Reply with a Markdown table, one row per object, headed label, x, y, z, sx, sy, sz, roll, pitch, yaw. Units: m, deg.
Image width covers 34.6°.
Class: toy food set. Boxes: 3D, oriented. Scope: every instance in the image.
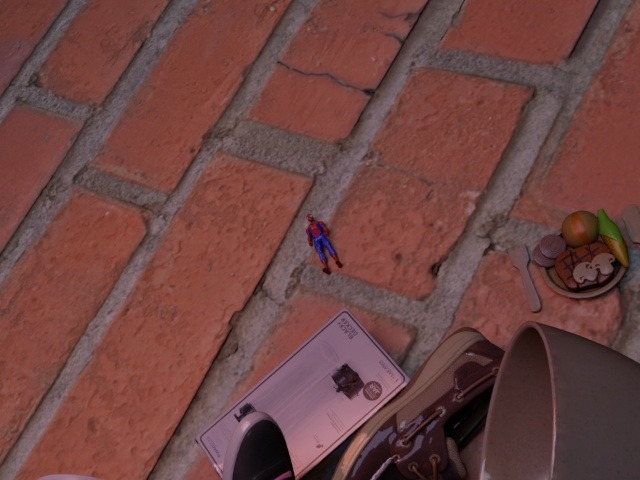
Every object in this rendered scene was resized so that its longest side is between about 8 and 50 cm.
| label | x | y | z | sx | sy | sz | roll | pitch | yaw |
| --- | --- | --- | --- | --- | --- | --- | --- | --- | --- |
| toy food set | 0.363 | 0.019 | 1.436 | 0.192 | 0.038 | 0.132 | -22 | 53 | 13 |

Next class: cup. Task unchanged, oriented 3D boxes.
| label | x | y | z | sx | sy | sz | roll | pitch | yaw |
| --- | --- | --- | --- | --- | --- | --- | --- | --- | --- |
| cup | 0.326 | 0.270 | 1.154 | 0.236 | 0.331 | 0.331 | 8 | 61 | -1 |

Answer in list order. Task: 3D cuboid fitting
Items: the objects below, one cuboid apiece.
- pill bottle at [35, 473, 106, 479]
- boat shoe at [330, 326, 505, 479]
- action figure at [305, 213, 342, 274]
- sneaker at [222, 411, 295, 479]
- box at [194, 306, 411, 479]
| label | x | y | z | sx | sy | sz | roll | pitch | yaw |
| --- | --- | --- | --- | --- | --- | --- | --- | --- | --- |
| pill bottle | -0.360 | 0.481 | 1.426 | 0.161 | 0.161 | 0.283 | -9 | 57 | 21 |
| boat shoe | 0.139 | 0.272 | 1.342 | 0.123 | 0.123 | 0.342 | 32 | 71 | 38 |
| action figure | 0.000 | 0.000 | 1.636 | 0.038 | 0.030 | 0.115 | -33 | 49 | 10 |
| sneaker | -0.035 | 0.357 | 1.276 | 0.104 | 0.296 | 0.147 | -21 | 26 | -37 |
| box | -0.014 | 0.254 | 1.445 | 0.290 | 0.087 | 0.169 | -42 | 52 | -3 |
